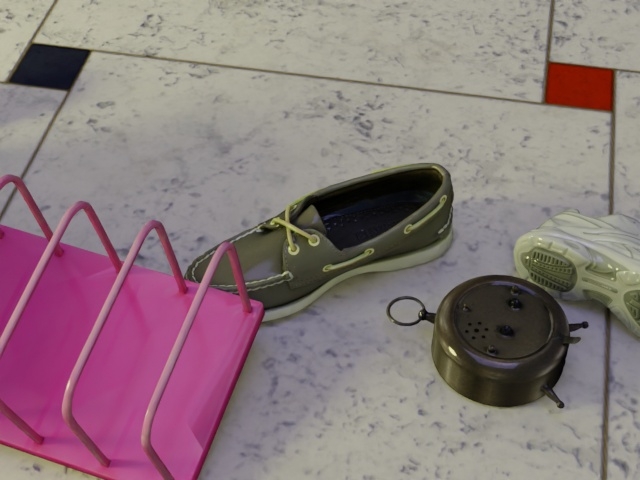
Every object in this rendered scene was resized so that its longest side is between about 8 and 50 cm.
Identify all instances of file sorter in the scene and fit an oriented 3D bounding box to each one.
[{"bbox_3d":[-0.227,0.071,0.957,0.291,0.182,0.202,16,64,11],"label":"file sorter"}]

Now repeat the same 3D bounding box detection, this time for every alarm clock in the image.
[{"bbox_3d":[0.155,0.088,1.058,0.192,0.064,0.129,13,49,17],"label":"alarm clock"}]

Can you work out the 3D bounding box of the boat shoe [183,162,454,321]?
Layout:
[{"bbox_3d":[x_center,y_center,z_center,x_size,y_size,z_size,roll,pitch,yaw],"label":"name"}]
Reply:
[{"bbox_3d":[-0.002,-0.003,1.118,0.305,0.091,0.109,-18,50,-15],"label":"boat shoe"}]

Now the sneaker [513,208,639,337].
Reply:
[{"bbox_3d":[0.319,0.025,1.095,0.232,0.090,0.115,28,50,23],"label":"sneaker"}]
